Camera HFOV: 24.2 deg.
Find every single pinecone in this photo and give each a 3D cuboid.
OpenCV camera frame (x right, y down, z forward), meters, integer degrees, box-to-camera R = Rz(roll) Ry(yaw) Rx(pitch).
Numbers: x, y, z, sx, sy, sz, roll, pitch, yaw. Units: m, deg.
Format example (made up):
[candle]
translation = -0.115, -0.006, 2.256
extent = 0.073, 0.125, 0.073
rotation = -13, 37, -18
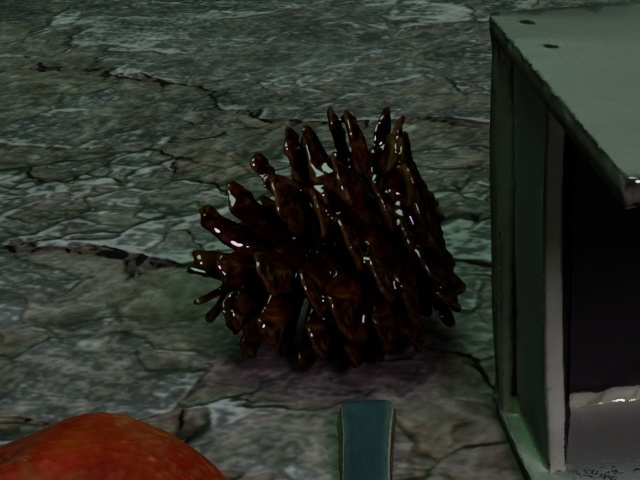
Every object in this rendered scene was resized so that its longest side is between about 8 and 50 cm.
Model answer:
[pinecone]
translation = -0.003, 0.007, 0.934
extent = 0.165, 0.163, 0.163
rotation = -21, 23, 6

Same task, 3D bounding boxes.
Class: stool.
[stool]
translation = 0.188, 0.030, 0.728
extent = 0.170, 0.244, 0.270
rotation = -6, 24, -4

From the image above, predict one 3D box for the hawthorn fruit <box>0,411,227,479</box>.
[hawthorn fruit]
translation = -0.104, 0.156, 0.619
extent = 0.173, 0.173, 0.179
rotation = -17, 0, -27

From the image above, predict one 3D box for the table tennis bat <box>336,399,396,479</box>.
[table tennis bat]
translation = 0.023, 0.159, 0.741
extent = 0.154, 0.021, 0.274
rotation = -2, 26, 3
